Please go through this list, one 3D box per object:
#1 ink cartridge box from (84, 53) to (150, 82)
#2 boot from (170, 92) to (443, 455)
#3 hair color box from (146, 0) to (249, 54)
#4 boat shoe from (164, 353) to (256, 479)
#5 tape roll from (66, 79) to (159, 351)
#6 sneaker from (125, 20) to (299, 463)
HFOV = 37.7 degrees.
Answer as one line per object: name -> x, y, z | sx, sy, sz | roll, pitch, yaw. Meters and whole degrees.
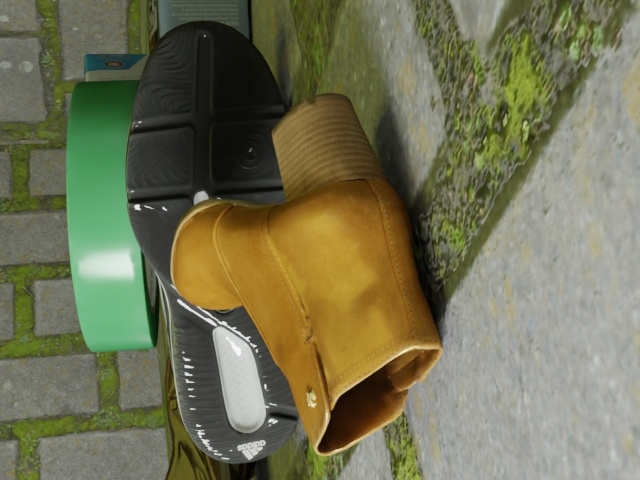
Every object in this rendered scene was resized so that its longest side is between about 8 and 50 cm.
ink cartridge box -> -0.262, -0.144, 1.464 | 0.270, 0.198, 0.197 | -109, 21, -49
boot -> -0.026, 0.056, 0.681 | 0.295, 0.104, 0.211 | -48, 49, 50
hair color box -> -0.157, -0.212, 1.198 | 0.185, 0.113, 0.374 | -160, 66, -75
boat shoe -> -0.131, 0.297, 1.245 | 0.123, 0.123, 0.342 | -14, 74, 40
tape roll -> -0.242, -0.029, 1.122 | 0.321, 0.077, 0.321 | 177, 90, -84
sneaker -> -0.133, -0.002, 1.037 | 0.257, 0.169, 0.447 | -166, 70, -74
